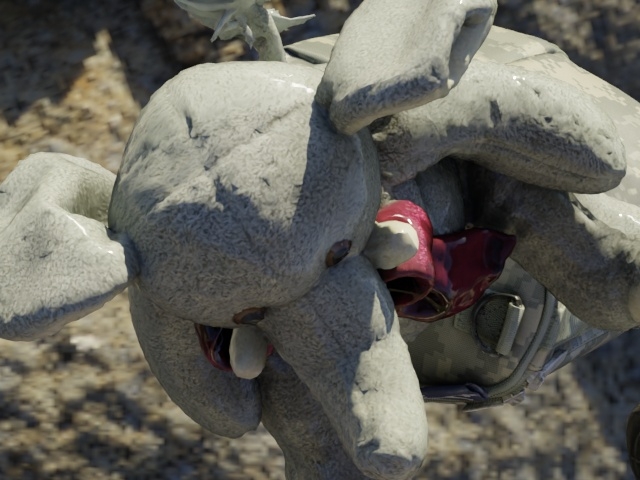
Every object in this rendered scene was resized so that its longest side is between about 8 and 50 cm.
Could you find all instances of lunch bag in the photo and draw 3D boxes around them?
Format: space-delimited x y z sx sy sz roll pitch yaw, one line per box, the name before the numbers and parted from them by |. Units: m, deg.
lunch bag | 0.104 -0.013 1.124 0.305 0.256 0.212 -18 124 -52

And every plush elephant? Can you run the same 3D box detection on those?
plush elephant | 0.000 0.000 0.773 0.330 0.272 0.255 56 17 -6

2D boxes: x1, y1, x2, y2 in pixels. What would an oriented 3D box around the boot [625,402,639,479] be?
boot | 0.328 0.153 1.217 0.178 0.085 0.236 -43 119 -19
